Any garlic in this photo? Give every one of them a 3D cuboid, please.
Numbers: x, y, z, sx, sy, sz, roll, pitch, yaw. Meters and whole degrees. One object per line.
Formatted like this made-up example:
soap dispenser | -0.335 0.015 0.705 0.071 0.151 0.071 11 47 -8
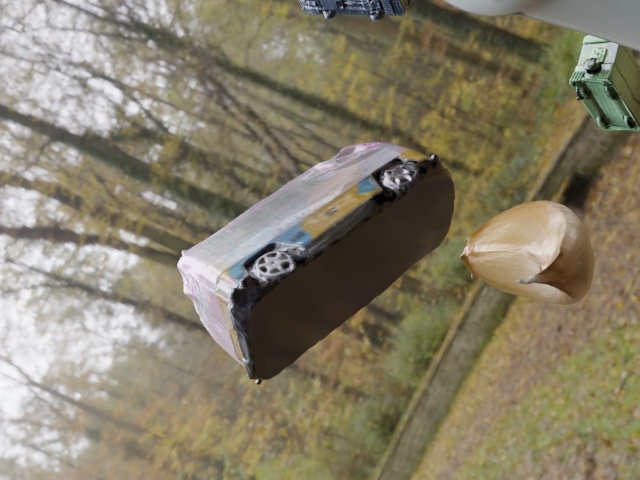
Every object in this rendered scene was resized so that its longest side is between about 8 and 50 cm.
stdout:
garlic | 0.260 0.013 1.114 0.115 0.128 0.207 -65 14 -3

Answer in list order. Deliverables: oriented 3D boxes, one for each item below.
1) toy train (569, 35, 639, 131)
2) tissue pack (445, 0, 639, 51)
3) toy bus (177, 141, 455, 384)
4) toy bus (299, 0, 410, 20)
toy train | 0.243 -0.130 0.799 0.093 0.038 0.056 35 -113 -47
tissue pack | 0.180 -0.167 0.282 0.236 0.333 0.229 -58 -12 -29
toy bus | 0.000 0.000 1.287 0.386 0.162 0.171 -35 -41 -27
toy bus | 0.047 -0.343 1.328 0.065 0.166 0.047 -63 -35 -27
